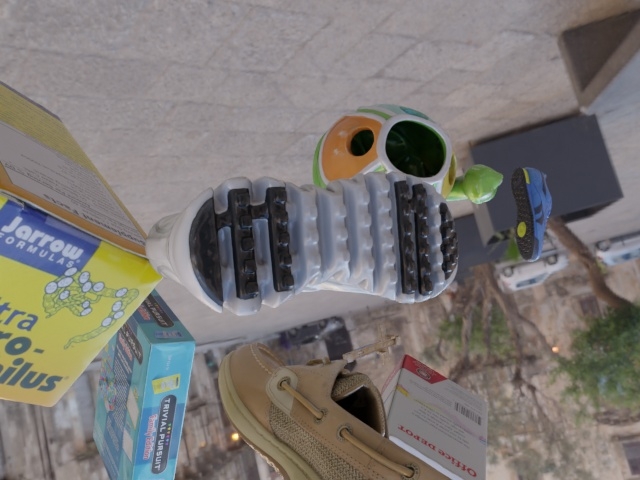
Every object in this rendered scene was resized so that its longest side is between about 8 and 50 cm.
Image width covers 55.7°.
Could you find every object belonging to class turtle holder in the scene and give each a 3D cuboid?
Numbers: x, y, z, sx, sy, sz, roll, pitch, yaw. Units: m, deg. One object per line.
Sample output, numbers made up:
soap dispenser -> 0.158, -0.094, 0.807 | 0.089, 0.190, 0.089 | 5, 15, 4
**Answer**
turtle holder -> 0.151, -0.116, 1.117 | 0.243, 0.320, 0.227 | -54, -170, -19

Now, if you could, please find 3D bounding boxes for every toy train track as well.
toy train track -> 0.064, 0.127, 0.707 | 0.083, 0.048, 0.014 | -13, -174, -32

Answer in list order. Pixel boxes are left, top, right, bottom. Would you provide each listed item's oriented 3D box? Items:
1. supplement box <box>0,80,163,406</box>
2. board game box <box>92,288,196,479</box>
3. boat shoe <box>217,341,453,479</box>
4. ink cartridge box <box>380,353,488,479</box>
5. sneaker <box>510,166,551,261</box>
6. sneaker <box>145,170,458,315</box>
supplement box -> -0.357, -0.030, 0.638 | 0.195, 0.356, 0.194 | -50, 142, 4
board game box -> -0.325, 0.275, 1.087 | 0.079, 0.335, 0.254 | 2, -161, -34
boat shoe -> 0.012, 0.165, 0.532 | 0.122, 0.110, 0.341 | 40, 176, -32
ink cartridge box -> 0.127, 0.234, 0.729 | 0.072, 0.127, 0.175 | -61, 175, 24
sneaker -> 0.446, -0.055, 1.243 | 0.082, 0.209, 0.069 | 9, 156, -14
sneaker -> 0.000, 0.000, 0.498 | 0.292, 0.110, 0.118 | 2, 175, -38
